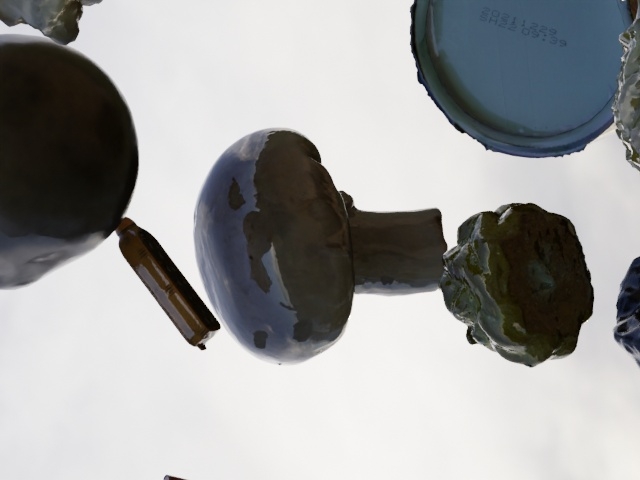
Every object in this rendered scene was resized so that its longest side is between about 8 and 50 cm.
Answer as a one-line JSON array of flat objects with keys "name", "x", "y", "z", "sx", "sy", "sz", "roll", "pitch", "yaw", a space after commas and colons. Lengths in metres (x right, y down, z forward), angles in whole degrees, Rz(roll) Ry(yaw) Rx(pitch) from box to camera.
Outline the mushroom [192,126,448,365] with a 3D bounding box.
[{"name": "mushroom", "x": 0.000, "y": 0.000, "z": 1.935, "sx": 0.292, "sy": 0.290, "sz": 0.292, "roll": 170, "pitch": 90, "yaw": -75}]

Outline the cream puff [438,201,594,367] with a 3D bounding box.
[{"name": "cream puff", "x": 0.154, "y": 0.036, "z": 1.365, "sx": 0.146, "sy": 0.116, "sz": 0.146, "roll": 10, "pitch": -105, "yaw": -39}]

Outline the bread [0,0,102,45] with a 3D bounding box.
[{"name": "bread", "x": -0.260, "y": -0.418, "z": 1.303, "sx": 0.279, "sy": 0.371, "sz": 0.390, "roll": 102, "pitch": -168, "yaw": -56}]

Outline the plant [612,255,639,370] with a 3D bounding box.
[{"name": "plant", "x": 0.406, "y": 0.112, "z": 1.480, "sx": 0.276, "sy": 0.199, "sz": 0.188, "roll": 41, "pitch": -149, "yaw": -22}]

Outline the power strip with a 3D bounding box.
[{"name": "power strip", "x": -0.169, "y": 0.040, "z": 1.742, "sx": 0.178, "sy": 0.028, "sz": 0.049, "roll": 52, "pitch": -164, "yaw": 10}]

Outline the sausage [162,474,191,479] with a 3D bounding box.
[{"name": "sausage", "x": -0.100, "y": 0.269, "z": 1.653, "sx": 0.129, "sy": 0.034, "sz": 0.034, "roll": 17, "pitch": -129, "yaw": -18}]

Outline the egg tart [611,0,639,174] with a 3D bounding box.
[{"name": "egg tart", "x": 0.372, "y": -0.093, "z": 1.041, "sx": 0.388, "sy": 0.388, "sz": 0.169, "roll": 39, "pitch": -116, "yaw": -47}]

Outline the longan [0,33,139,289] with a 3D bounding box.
[{"name": "longan", "x": -0.308, "y": -0.078, "z": 1.624, "sx": 0.258, "sy": 0.258, "sz": 0.258, "roll": 41, "pitch": -141, "yaw": -46}]

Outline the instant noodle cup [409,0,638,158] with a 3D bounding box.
[{"name": "instant noodle cup", "x": 0.256, "y": -0.242, "z": 1.735, "sx": 0.266, "sy": 0.340, "sz": 0.339, "roll": -35, "pitch": -75, "yaw": -52}]
